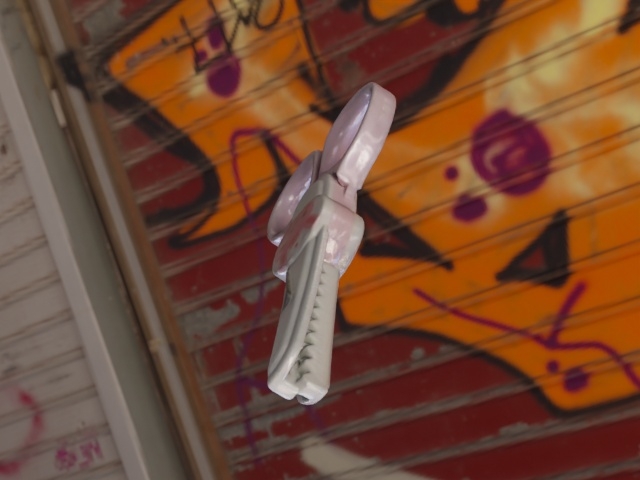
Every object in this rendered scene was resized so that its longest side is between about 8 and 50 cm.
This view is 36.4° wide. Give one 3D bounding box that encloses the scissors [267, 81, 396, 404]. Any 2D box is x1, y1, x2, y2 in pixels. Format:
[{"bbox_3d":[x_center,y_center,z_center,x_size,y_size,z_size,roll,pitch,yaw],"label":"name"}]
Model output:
[{"bbox_3d":[0.000,0.000,0.526,0.118,0.031,0.242,-51,-164,28],"label":"scissors"}]
